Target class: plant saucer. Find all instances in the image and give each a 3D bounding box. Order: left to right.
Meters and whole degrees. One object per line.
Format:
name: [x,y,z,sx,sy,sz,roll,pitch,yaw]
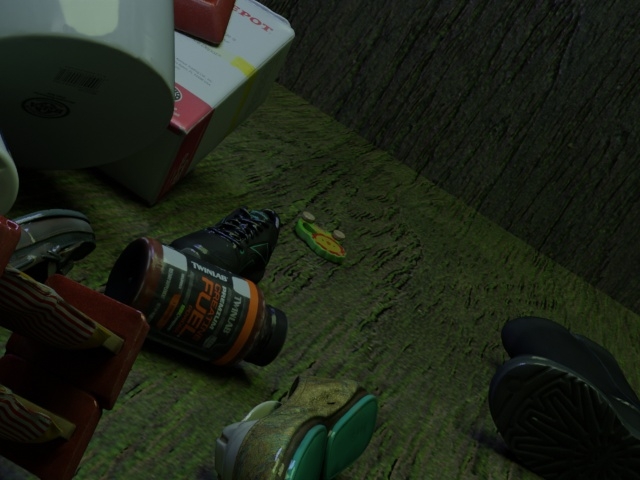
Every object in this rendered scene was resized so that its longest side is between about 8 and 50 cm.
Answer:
plant saucer: [-0.247,-0.431,1.950,0.258,0.048,0.259,20,38,-9]

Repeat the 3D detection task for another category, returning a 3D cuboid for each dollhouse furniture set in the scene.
dollhouse furniture set: [-0.339,0.036,0.967,0.374,0.152,0.201,21,-14,31]

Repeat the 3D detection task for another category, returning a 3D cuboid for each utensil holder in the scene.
utensil holder: [-0.344,-0.326,1.595,0.327,0.327,0.385,20,55,-42]

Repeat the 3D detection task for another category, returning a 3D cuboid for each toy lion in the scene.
toy lion: [0.000,0.000,2.149,0.100,0.034,0.096,31,21,-3]

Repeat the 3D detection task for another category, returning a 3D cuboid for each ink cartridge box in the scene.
ink cartridge box: [-0.250,-0.264,1.928,0.279,0.160,0.385,33,39,6]

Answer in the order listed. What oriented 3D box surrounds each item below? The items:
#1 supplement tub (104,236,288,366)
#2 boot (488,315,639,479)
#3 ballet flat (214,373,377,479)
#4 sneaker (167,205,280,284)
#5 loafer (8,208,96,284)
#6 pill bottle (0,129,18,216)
supplement tub: [-0.134,0.076,1.400,0.198,0.106,0.106,24,15,-29]
boot: [0.364,0.215,1.926,0.367,0.146,0.445,39,15,-17]
ballet flat: [-0.037,0.201,1.201,0.123,0.123,0.348,35,14,9]
sneaker: [-0.123,0.000,1.662,0.101,0.106,0.267,35,9,9]
loafer: [-0.311,0.030,1.246,0.084,0.096,0.267,56,26,12]
pill bottle: [-0.346,-0.085,1.190,0.094,0.094,0.169,24,16,-32]
